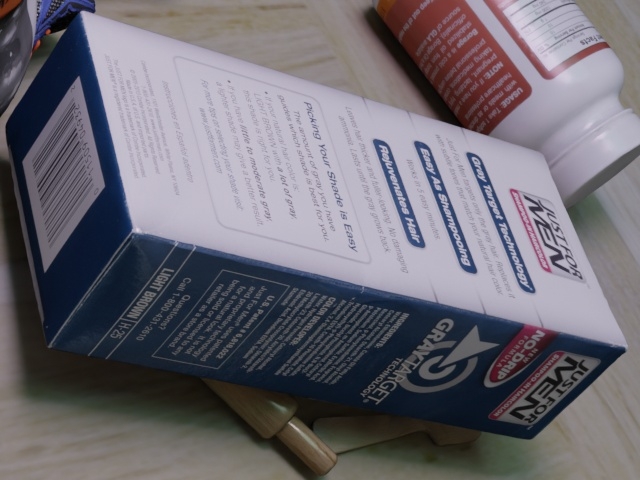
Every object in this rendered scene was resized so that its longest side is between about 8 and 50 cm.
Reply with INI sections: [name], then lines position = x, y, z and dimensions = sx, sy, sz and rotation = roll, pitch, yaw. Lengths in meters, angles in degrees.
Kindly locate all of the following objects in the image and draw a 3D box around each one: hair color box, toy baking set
[hair color box]
position = 0.000, 0.000, 1.082
dimensions = 0.347, 0.105, 0.174
rotation = 14, 42, -33
[toy baking set]
position = -0.005, 0.053, 1.135
dimensions = 0.256, 0.030, 0.197
rotation = 46, 39, 0

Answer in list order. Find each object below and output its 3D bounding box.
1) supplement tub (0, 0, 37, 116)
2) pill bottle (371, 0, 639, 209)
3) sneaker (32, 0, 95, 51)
[supplement tub]
position = -0.255, -0.064, 0.773
dimensions = 0.207, 0.338, 0.207
rotation = 24, 44, -25
[pill bottle]
position = 0.144, -0.132, 1.354
dimensions = 0.121, 0.121, 0.216
rotation = -25, 75, -49
[sneaker]
position = -0.207, -0.102, 1.066
dimensions = 0.221, 0.083, 0.087
rotation = -35, 97, -47
